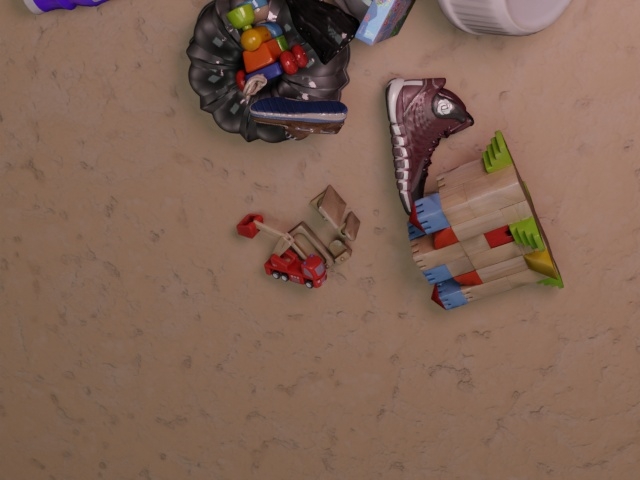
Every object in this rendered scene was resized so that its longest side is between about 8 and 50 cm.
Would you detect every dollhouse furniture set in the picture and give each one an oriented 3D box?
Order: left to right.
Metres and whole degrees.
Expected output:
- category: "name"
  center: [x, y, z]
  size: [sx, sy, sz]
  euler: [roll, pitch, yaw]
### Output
- category: "dollhouse furniture set"
  center: [0.000, 0.000, 1.608]
  size: [0.151, 0.123, 0.144]
  euler: [-36, 104, 22]

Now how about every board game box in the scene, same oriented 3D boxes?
- category: "board game box"
  center: [0.136, -0.428, 1.339]
  size: [0.039, 0.211, 0.160]
  euler: [32, 116, 6]

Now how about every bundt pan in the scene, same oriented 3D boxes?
- category: "bundt pan"
  center: [-0.110, -0.331, 1.476]
  size: [0.330, 0.124, 0.331]
  euler: [4, 116, 8]

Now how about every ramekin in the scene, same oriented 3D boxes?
- category: "ramekin"
  center: [0.323, -0.461, 1.259]
  size: [0.127, 0.273, 0.273]
  euler: [35, 126, 43]

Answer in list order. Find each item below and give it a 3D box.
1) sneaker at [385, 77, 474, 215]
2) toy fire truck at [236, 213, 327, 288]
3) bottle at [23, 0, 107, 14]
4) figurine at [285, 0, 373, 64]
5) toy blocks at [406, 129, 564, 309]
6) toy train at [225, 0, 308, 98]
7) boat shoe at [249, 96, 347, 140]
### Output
- category: "sneaker"
  center: [0.222, -0.184, 1.500]
  size: [0.162, 0.106, 0.281]
  euler: [-7, 113, 9]
- category: "toy fire truck"
  center: [-0.081, 0.022, 1.646]
  size: [0.192, 0.047, 0.135]
  euler: [14, 134, 29]
- category: "bottle"
  center: [-0.435, -0.509, 1.464]
  size: [0.282, 0.092, 0.118]
  euler: [-17, 114, 16]
- category: "figurine"
  center: [0.001, -0.454, 1.370]
  size: [0.209, 0.215, 0.092]
  euler: [45, 141, -11]
- category: "toy blocks"
  center: [0.294, -0.008, 1.508]
  size: [0.261, 0.191, 0.381]
  euler: [-20, 135, 18]
- category: "toy train"
  center: [-0.112, -0.326, 1.276]
  size: [0.105, 0.248, 0.143]
  euler: [-20, 105, 17]
- category: "boat shoe"
  center: [-0.042, -0.219, 1.414]
  size: [0.183, 0.066, 0.066]
  euler: [1, 130, -13]
